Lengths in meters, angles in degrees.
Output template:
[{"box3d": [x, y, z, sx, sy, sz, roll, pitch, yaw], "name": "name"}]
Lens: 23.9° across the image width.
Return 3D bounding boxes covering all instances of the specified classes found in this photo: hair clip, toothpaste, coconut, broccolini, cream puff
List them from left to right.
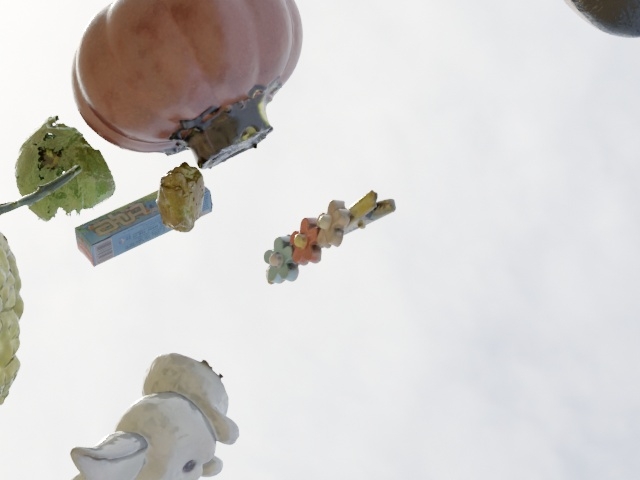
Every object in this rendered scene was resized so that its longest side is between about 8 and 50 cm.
[{"box3d": [-0.371, -0.054, 1.807, 0.054, 0.194, 0.052, 3, -78, 50], "name": "broccolini"}, {"box3d": [-0.344, -0.091, 1.976, 0.158, 0.055, 0.133, 28, -99, 24], "name": "coconut"}, {"box3d": [-0.249, -0.035, 2.100, 0.070, 0.193, 0.044, 42, -33, 38], "name": "toothpaste"}, {"box3d": [-0.176, -0.054, 1.875, 0.058, 0.083, 0.083, 8, -49, 18], "name": "cream puff"}, {"box3d": [-0.005, -0.002, 1.697, 0.214, 0.056, 0.062, -30, -124, 37], "name": "hair clip"}]

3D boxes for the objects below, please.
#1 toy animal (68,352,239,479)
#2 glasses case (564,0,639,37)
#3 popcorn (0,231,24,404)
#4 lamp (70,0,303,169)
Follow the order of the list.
[{"box3d": [-0.165, 0.211, 1.453, 0.131, 0.221, 0.104, 46, -53, -4], "name": "toy animal"}, {"box3d": [0.273, -0.269, 1.029, 0.314, 0.122, 0.075, -47, -161, -10], "name": "glasses case"}, {"box3d": [-0.338, 0.092, 1.173, 0.173, 0.225, 0.286, 19, -57, 9], "name": "popcorn"}, {"box3d": [-0.157, -0.215, 1.893, 0.305, 0.305, 0.240, -33, -95, 45], "name": "lamp"}]
